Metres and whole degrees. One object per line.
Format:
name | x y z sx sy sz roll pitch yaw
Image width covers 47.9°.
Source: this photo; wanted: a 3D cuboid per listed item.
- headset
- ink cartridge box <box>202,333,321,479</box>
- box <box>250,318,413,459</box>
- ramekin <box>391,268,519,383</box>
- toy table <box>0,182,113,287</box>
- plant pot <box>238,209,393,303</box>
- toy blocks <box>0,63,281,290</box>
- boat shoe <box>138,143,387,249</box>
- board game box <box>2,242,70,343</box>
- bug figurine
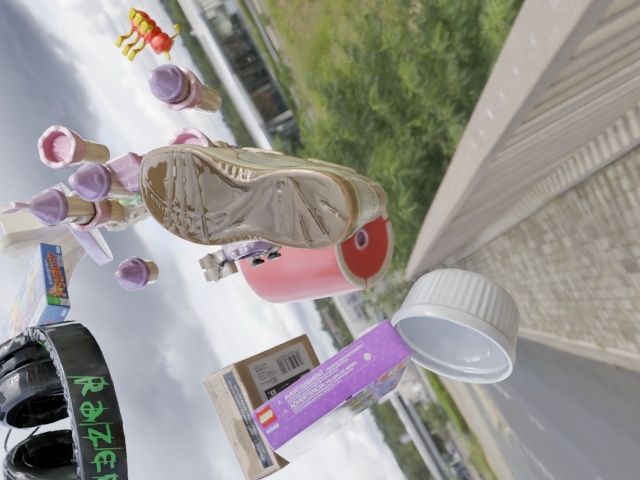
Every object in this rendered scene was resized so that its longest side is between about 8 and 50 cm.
headset | -0.302 0.221 0.878 0.394 0.185 0.243 -16 83 53
ink cartridge box | -0.074 0.290 1.288 0.235 0.088 0.193 -14 -105 -59
box | 0.018 0.215 0.980 0.057 0.201 0.293 54 170 17
ramekin | 0.228 0.137 1.192 0.207 0.109 0.207 19 149 12
toy table | -0.559 0.000 1.512 0.252 0.161 0.274 54 170 24
plant pot | 0.000 0.000 1.501 0.243 0.275 0.275 -1 129 42
toy blocks | -0.262 -0.071 1.041 0.309 0.289 0.260 69 -165 6
boat shoe | -0.073 -0.052 0.797 0.098 0.302 0.109 -18 -68 -55
board game box | -0.444 0.123 1.115 0.035 0.201 0.136 12 -144 -35
bug figurine | -0.262 -0.417 1.099 0.216 0.072 0.279 48 137 -1
